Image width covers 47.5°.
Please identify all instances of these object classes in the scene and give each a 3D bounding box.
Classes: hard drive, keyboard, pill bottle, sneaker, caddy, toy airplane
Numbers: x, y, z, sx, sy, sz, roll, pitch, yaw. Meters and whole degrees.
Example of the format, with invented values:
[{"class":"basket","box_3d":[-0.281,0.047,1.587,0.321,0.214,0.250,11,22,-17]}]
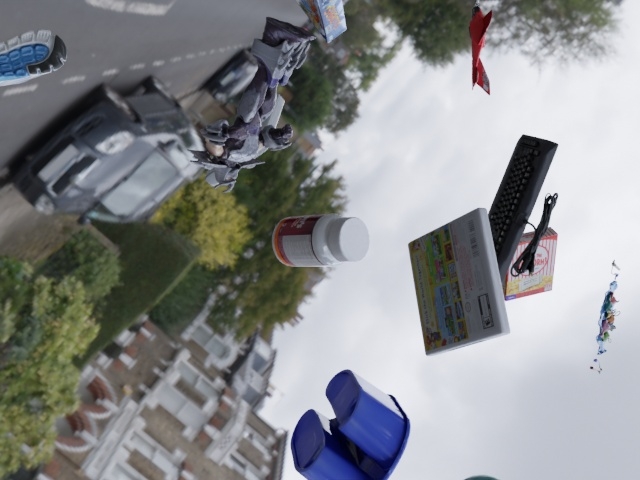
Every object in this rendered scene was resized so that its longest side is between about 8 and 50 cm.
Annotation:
[{"class":"hard drive","box_3d":[-0.204,-0.283,2.008,0.203,0.040,0.307,-31,-156,23]},{"class":"keyboard","box_3d":[0.378,-0.044,1.404,0.317,0.033,0.201,-71,-157,10]},{"class":"pill bottle","box_3d":[0.000,0.000,1.674,0.221,0.121,0.121,-2,-138,46]},{"class":"sneaker","box_3d":[-0.430,-0.225,0.945,0.191,0.071,0.083,-11,-177,-22]},{"class":"caddy","box_3d":[0.074,0.431,1.568,0.241,0.179,0.341,-50,-171,1]},{"class":"toy airplane","box_3d":[0.247,-0.300,1.138,0.028,0.151,0.151,-4,-162,4]}]

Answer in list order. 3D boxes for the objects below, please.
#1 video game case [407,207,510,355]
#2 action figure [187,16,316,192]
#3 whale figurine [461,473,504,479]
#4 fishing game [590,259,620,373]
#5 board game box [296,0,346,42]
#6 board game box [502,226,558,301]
[{"class":"video game case","box_3d":[0.245,0.080,1.321,0.206,0.026,0.227,-31,-119,53]},{"class":"action figure","box_3d":[-0.102,-0.197,1.121,0.285,0.099,0.185,-64,165,20]},{"class":"whale figurine","box_3d":[0.386,0.631,1.641,0.216,0.272,0.141,-8,-138,27]},{"class":"fishing game","box_3d":[0.689,0.186,1.724,0.189,0.041,0.264,24,78,-60]},{"class":"board game box","box_3d":[-0.025,-0.341,0.908,0.035,0.136,0.201,-37,173,2]},{"class":"board game box","box_3d":[0.577,0.067,2.024,0.147,0.193,0.045,-13,-147,-10]}]
